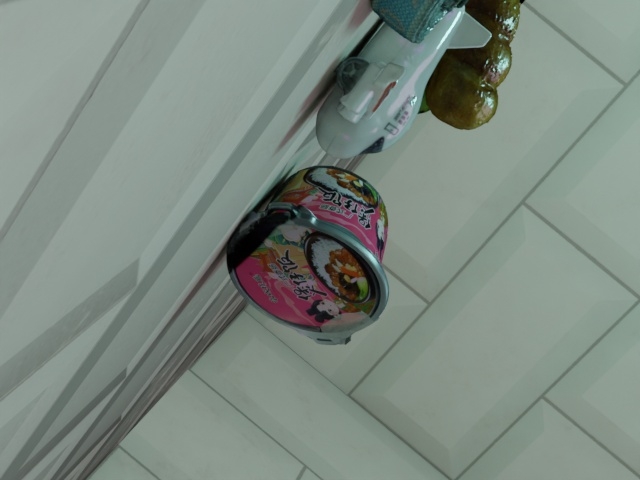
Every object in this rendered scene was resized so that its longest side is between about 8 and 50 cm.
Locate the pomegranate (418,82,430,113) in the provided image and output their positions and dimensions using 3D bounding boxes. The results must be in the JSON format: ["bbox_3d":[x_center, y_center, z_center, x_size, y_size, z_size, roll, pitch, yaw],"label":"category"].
[{"bbox_3d":[0.127,-0.248,1.568,0.122,0.122,0.161,-50,155,-13],"label":"pomegranate"}]

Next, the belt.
[{"bbox_3d":[0.123,-0.276,1.147,0.148,0.082,0.163,-47,179,11],"label":"belt"}]

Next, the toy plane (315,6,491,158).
[{"bbox_3d":[0.091,-0.204,1.379,0.252,0.118,0.252,-48,178,-2],"label":"toy plane"}]

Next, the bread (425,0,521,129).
[{"bbox_3d":[0.212,-0.318,1.484,0.084,0.124,0.344,16,84,-47],"label":"bread"}]

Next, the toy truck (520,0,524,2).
[{"bbox_3d":[0.338,-0.483,1.691,0.257,0.127,0.127,-48,-178,-23],"label":"toy truck"}]

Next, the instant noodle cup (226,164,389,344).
[{"bbox_3d":[0.000,0.000,1.739,0.302,0.258,0.182,86,18,-45],"label":"instant noodle cup"}]
